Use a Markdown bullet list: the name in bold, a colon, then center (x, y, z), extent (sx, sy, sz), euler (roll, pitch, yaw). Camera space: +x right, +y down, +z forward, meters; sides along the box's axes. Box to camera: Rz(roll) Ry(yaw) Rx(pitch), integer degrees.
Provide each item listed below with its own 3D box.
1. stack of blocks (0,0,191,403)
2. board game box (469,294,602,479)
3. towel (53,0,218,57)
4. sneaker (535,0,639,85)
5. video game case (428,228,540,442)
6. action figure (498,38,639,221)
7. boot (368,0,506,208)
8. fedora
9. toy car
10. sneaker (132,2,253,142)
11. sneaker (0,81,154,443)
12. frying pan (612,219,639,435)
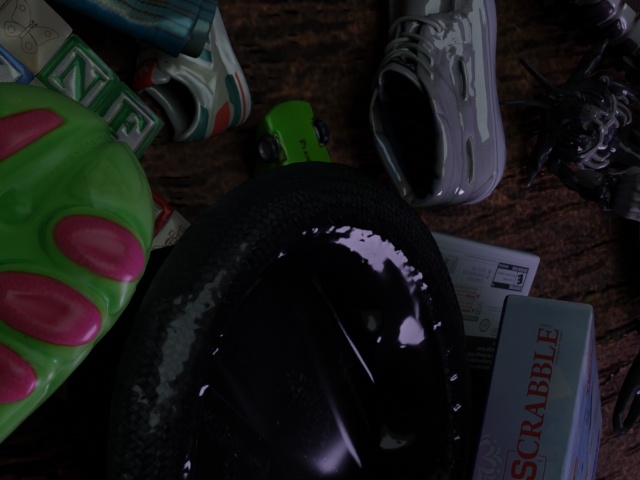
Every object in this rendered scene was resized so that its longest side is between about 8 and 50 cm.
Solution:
- **stack of blocks**: center (-0.183, -0.025, 0.761), extent (0.297, 0.087, 0.171), euler (45, 60, -23)
- **board game box**: center (0.156, 0.244, 0.878), extent (0.318, 0.066, 0.319), euler (60, 41, -62)
- **towel**: center (-0.209, -0.309, 0.785), extent (0.370, 0.040, 0.271), euler (25, 63, -23)
- **sneaker**: center (0.331, -0.252, 1.145), extent (0.281, 0.106, 0.162), euler (39, 82, -16)
- **video game case**: center (0.096, 0.081, 0.933), extent (0.190, 0.022, 0.173), euler (11, 99, -49)
- **action figure**: center (0.306, -0.086, 1.089), extent (0.275, 0.141, 0.164), euler (28, 83, -14)
- **boot**: center (0.091, -0.154, 0.974), extent (0.123, 0.095, 0.258), euler (-14, 92, -58)
- **fedora**: center (-0.045, 0.115, 0.690), extent (0.334, 0.152, 0.334), euler (-13, 107, -48)
- **toy car**: center (0.000, 0.000, 0.920), extent (0.239, 0.053, 0.225), euler (-24, 96, -38)
- **sneaker**: center (-0.112, -0.147, 0.857), extent (0.075, 0.057, 0.161), euler (-35, 106, -42)
- **sneaker**: center (-0.277, 0.120, 0.574), extent (0.483, 0.202, 0.185), euler (-37, 88, -10)
- **frying pan**: center (0.376, 0.071, 1.195), extent (0.197, 0.053, 0.326), euler (26, 68, -29)
